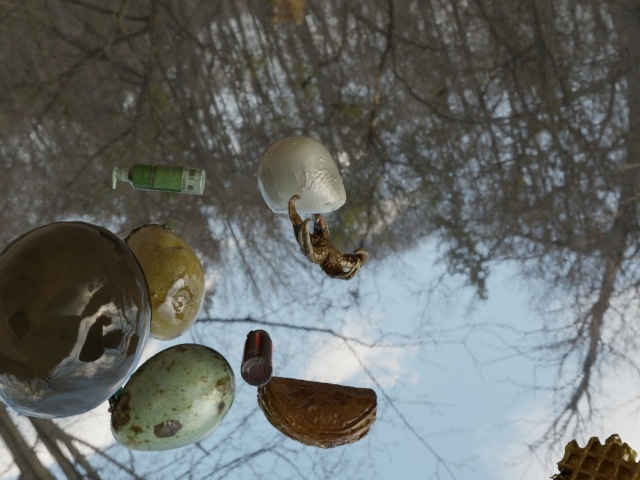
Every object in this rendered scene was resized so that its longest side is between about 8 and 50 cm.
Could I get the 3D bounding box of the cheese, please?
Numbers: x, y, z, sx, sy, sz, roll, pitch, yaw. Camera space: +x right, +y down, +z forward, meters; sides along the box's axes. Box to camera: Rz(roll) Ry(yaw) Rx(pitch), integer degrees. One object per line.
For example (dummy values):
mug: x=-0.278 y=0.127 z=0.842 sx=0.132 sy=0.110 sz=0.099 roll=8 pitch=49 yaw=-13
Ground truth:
cheese: x=-0.054 y=-0.145 z=1.833 sx=0.198 sy=0.189 sz=0.154 roll=0 pitch=-153 yaw=34

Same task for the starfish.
starfish: x=0.000 y=-0.002 z=1.446 sx=0.074 sy=0.190 sz=0.146 roll=-51 pitch=170 yaw=19

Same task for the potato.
potato: x=-0.368 y=0.112 z=1.887 sx=0.242 sy=0.285 sz=0.242 roll=16 pitch=-177 yaw=-1

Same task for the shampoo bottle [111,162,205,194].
shampoo bottle: x=-0.364 y=-0.138 z=1.809 sx=0.204 sy=0.065 sz=0.065 roll=5 pitch=-156 yaw=-1

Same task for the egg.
egg: x=-0.255 y=0.276 z=1.400 sx=0.231 sy=0.169 sz=0.169 roll=-30 pitch=-156 yaw=-21

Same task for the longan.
longan: x=-0.512 y=0.157 z=1.621 sx=0.336 sy=0.404 sz=0.404 roll=10 pitch=-176 yaw=-34

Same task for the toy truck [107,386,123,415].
toy truck: x=-0.485 y=0.372 z=1.918 sx=0.044 sy=0.039 sz=0.083 roll=-27 pitch=-116 yaw=11

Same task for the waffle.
waffle: x=0.535 y=0.517 z=1.608 sx=0.309 sy=0.065 sz=0.283 roll=-26 pitch=-149 yaw=13

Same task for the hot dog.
hot dog: x=-0.011 y=0.378 z=1.813 sx=0.272 sy=0.122 sz=0.196 roll=5 pitch=-168 yaw=-3

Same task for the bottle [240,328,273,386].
bottle: x=-0.109 y=0.202 z=1.425 sx=0.060 sy=0.060 sz=0.164 roll=-20 pitch=-167 yaw=2
